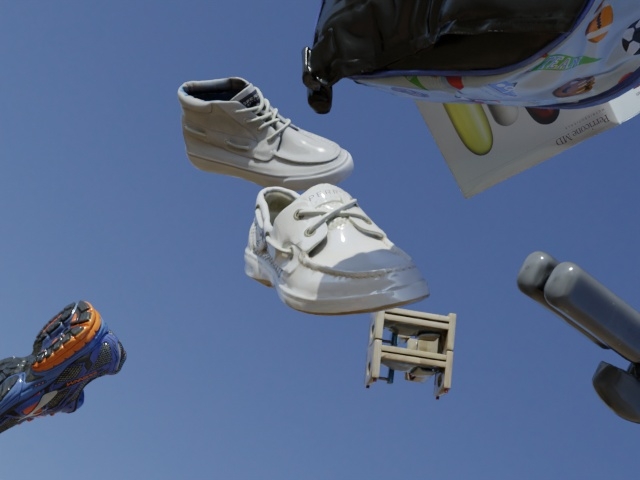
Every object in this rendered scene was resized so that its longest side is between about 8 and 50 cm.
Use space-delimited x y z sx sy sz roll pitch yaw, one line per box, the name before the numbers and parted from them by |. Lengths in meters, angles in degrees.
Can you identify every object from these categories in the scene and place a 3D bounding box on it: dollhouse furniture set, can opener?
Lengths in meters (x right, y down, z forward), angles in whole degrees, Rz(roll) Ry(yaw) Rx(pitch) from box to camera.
dollhouse furniture set | 0.132 0.196 2.025 0.129 0.129 0.184 10 -20 -7
can opener | 0.287 0.111 1.242 0.283 0.095 0.076 32 -5 -39

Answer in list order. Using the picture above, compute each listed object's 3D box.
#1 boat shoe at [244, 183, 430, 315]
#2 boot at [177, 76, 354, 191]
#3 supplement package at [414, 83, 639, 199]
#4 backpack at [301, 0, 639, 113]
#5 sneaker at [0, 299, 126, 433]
boat shoe | 0.000 0.000 1.066 0.277 0.098 0.096 17 -67 62
boot | -0.081 -0.147 1.651 0.258 0.095 0.123 9 -50 27
supplement package | 0.210 -0.184 1.314 0.194 0.149 0.203 -28 -90 33
backpack | 0.138 -0.204 0.854 0.263 0.213 0.277 19 -78 56
sneaker | -0.293 0.159 1.305 0.221 0.083 0.087 -36 -60 20
